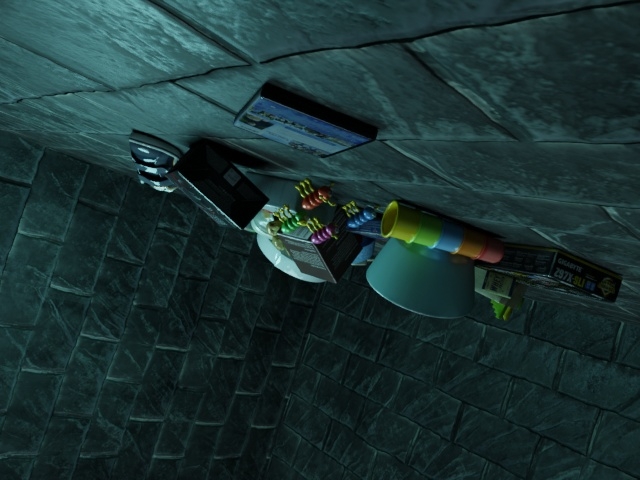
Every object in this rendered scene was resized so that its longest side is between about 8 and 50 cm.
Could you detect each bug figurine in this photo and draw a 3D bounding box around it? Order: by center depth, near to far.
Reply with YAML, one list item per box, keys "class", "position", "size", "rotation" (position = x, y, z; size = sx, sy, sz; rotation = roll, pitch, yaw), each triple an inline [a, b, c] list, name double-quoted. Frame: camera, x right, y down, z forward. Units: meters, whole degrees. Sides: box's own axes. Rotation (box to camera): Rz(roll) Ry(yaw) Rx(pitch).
- class: "bug figurine"
  position: [0.016, -0.065, 1.506]
  size: [0.216, 0.072, 0.279]
  rotation: [-32, 148, 31]

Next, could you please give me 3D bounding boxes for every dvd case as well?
- class: "dvd case"
  position: [-0.035, -0.183, 0.914]
  size: [0.181, 0.022, 0.253]
  rotation: [17, 176, -17]

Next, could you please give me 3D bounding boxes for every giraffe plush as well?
- class: "giraffe plush"
  position: [-0.081, -0.064, 2.034]
  size: [0.181, 0.210, 0.170]
  rotation: [62, -173, -21]

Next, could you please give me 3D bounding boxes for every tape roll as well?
- class: "tape roll"
  position: [-0.089, 0.025, 2.458]
  size: [0.392, 0.072, 0.392]
  rotation: [25, -152, -14]

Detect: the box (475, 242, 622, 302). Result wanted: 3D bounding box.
- class: "box"
  position: [0.594, 0.078, 1.536]
  size: [0.257, 0.079, 0.322]
  rotation: [21, 175, -25]

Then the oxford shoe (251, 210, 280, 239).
- class: "oxford shoe"
  position: [-0.067, -0.048, 2.357]
  size: [0.450, 0.169, 0.130]
  rotation: [17, 134, -29]

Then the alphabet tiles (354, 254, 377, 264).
- class: "alphabet tiles"
  position: [0.072, 0.051, 2.225]
  size: [0.278, 0.021, 0.284]
  rotation: [1, -168, -17]

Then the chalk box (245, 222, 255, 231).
- class: "chalk box"
  position: [-0.332, -0.115, 2.568]
  size: [0.213, 0.132, 0.132]
  rotation: [19, 176, -10]

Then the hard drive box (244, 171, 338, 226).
- class: "hard drive box"
  position: [-0.096, -0.121, 1.664]
  size: [0.232, 0.089, 0.181]
  rotation: [15, 175, 37]

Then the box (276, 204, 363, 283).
- class: "box"
  position: [0.000, 0.000, 1.827]
  size: [0.169, 0.167, 0.203]
  rotation: [14, 146, 40]

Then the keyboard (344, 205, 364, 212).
- class: "keyboard"
  position: [0.105, -0.088, 1.812]
  size: [0.072, 0.014, 0.256]
  rotation: [18, 177, -11]

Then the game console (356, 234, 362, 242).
- class: "game console"
  position: [0.072, -0.052, 2.003]
  size: [0.085, 0.124, 0.144]
  rotation: [-20, 153, 38]

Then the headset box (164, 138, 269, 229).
- class: "headset box"
  position: [-0.282, -0.141, 1.489]
  size: [0.218, 0.110, 0.293]
  rotation: [44, 168, -19]

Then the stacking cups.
- class: "stacking cups"
  position: [0.312, -0.008, 1.403]
  size: [0.317, 0.095, 0.096]
  rotation: [17, 177, -14]

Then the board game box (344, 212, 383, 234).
- class: "board game box"
  position: [0.210, -0.032, 1.755]
  size: [0.194, 0.060, 0.194]
  rotation: [8, 175, 39]

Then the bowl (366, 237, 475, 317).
- class: "bowl"
  position: [0.295, 0.062, 1.552]
  size: [0.312, 0.163, 0.311]
  rotation: [12, -158, -5]

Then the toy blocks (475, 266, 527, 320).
- class: "toy blocks"
  position: [0.546, 0.124, 1.937]
  size: [0.261, 0.190, 0.381]
  rotation: [28, -176, 30]

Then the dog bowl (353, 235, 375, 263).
- class: "dog bowl"
  position: [0.063, 0.032, 2.069]
  size: [0.298, 0.074, 0.166]
  rotation: [-16, -148, -7]

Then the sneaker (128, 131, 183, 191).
- class: "sneaker"
  position: [-0.483, -0.222, 1.686]
  size: [0.126, 0.127, 0.321]
  rotation: [18, 175, 8]

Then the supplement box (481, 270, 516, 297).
- class: "supplement box"
  position: [0.513, 0.127, 1.620]
  size: [0.083, 0.056, 0.083]
  rotation: [16, 177, 22]
